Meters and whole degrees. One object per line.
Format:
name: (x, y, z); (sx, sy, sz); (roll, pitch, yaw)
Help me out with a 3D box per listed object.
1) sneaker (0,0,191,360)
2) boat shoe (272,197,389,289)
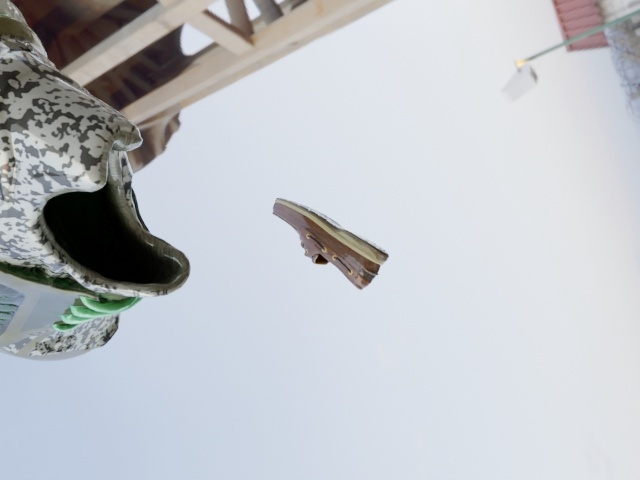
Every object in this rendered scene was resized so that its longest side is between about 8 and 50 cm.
sneaker: (-0.188, 0.018, 0.444); (0.182, 0.410, 0.158); (28, -119, 9)
boat shoe: (0.000, 0.000, 0.739); (0.064, 0.178, 0.060); (18, -79, -59)
